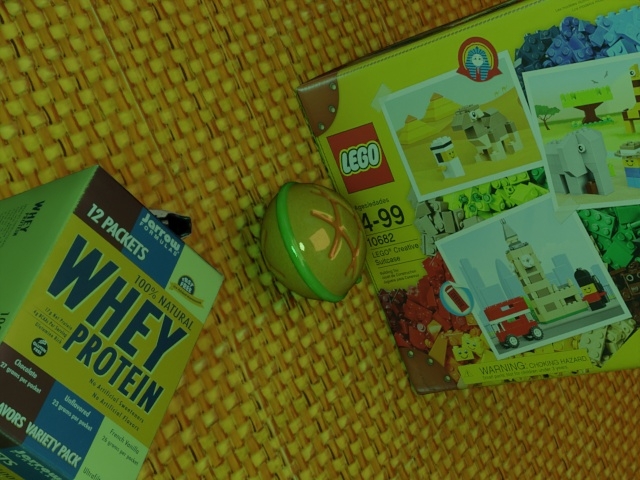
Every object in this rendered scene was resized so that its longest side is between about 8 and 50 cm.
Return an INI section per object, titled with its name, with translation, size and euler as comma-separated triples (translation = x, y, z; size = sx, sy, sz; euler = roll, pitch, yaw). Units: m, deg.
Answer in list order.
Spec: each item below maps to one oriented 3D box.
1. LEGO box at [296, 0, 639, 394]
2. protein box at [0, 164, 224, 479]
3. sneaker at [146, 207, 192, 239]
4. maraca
[LEGO box]
translation = 0.273, -0.073, 1.218
size = 0.193, 0.500, 0.372
euler = -31, 102, -47
[protein box]
translation = -0.211, 0.080, 0.877
size = 0.136, 0.201, 0.200
euler = 44, 51, -30
[sneaker]
translation = -0.161, -0.016, 1.076
size = 0.109, 0.043, 0.040
euler = 1, 81, -45
[maraca]
translation = 0.000, 0.000, 1.210
size = 0.127, 0.099, 0.185
euler = 71, 17, 3
